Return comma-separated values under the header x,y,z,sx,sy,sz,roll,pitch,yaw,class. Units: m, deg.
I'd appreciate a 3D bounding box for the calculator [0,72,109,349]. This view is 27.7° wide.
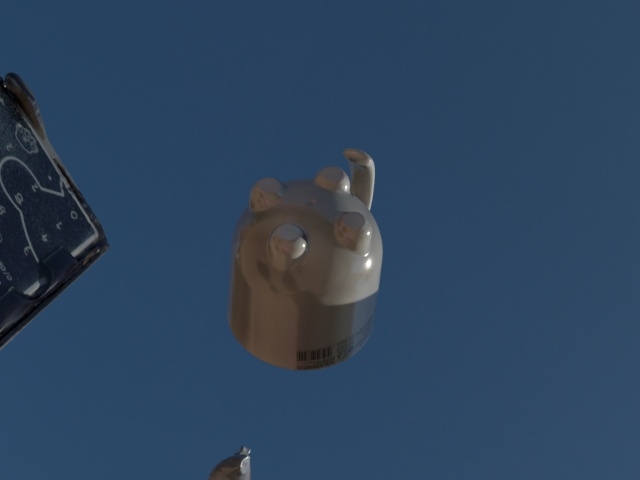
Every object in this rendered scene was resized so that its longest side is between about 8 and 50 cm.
x,y,z,sx,sy,sz,roll,pitch,yaw,class
-0.222,-0.025,0.836,0.028,0.274,0.165,-26,-79,16,calculator

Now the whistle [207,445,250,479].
x,y,z,sx,sy,sz,roll,pitch,yaw,class
-0.059,0.147,0.685,0.029,0.033,0.083,28,-95,0,whistle

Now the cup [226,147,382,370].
x,y,z,sx,sy,sz,roll,pitch,yaw,class
0.004,0.009,1.126,0.134,0.173,0.142,49,-30,33,cup
